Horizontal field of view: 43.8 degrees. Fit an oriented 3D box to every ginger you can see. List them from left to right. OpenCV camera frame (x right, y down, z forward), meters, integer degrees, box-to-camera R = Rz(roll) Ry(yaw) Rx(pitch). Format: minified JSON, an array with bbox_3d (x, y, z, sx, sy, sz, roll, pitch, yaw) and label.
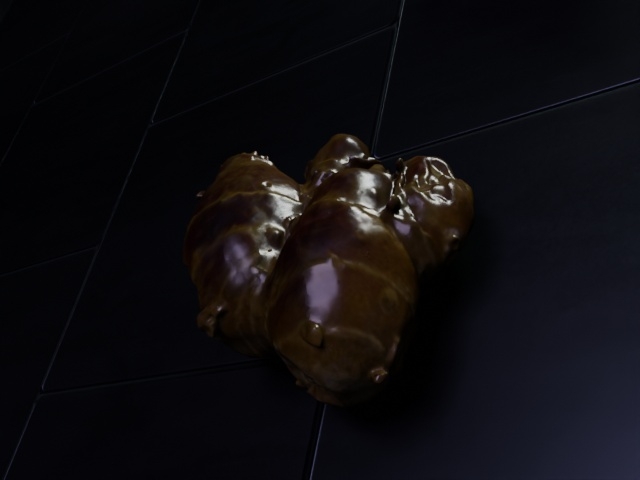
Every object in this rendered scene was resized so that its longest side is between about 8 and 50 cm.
[{"bbox_3d":[-0.009,-0.001,0.804,0.357,0.152,0.274,19,71,48],"label":"ginger"}]
